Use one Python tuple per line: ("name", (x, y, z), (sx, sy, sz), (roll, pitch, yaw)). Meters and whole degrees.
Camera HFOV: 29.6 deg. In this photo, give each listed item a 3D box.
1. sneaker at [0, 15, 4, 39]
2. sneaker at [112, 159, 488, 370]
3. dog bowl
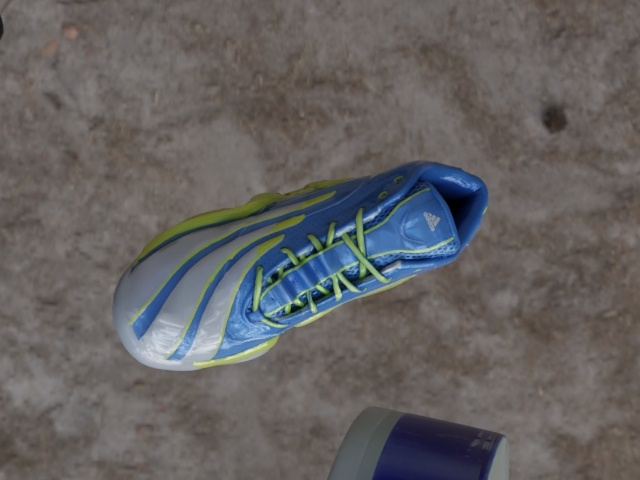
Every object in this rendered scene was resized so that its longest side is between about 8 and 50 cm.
("sneaker", (-0.401, -0.044, 0.915), (0.202, 0.483, 0.185), (3, 149, 29))
("sneaker", (0.000, 0.000, 0.693), (0.240, 0.091, 0.126), (-23, 177, -37))
("dog bowl", (0.062, 0.258, 0.865), (0.104, 0.265, 0.265), (9, 134, 15))
